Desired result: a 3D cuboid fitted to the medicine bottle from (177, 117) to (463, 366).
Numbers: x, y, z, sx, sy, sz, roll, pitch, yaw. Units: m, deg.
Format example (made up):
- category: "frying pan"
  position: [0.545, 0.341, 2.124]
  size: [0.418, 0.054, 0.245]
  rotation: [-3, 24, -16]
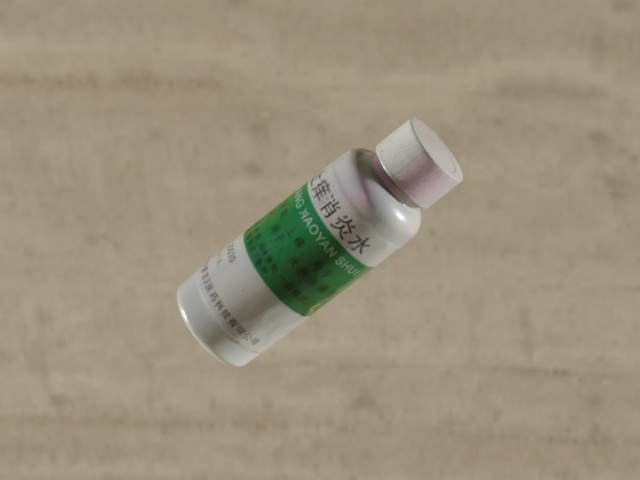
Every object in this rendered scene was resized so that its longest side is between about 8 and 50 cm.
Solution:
- category: "medicine bottle"
  position: [0.000, 0.000, 1.532]
  size: [0.260, 0.095, 0.095]
  rotation: [-38, -144, 16]
